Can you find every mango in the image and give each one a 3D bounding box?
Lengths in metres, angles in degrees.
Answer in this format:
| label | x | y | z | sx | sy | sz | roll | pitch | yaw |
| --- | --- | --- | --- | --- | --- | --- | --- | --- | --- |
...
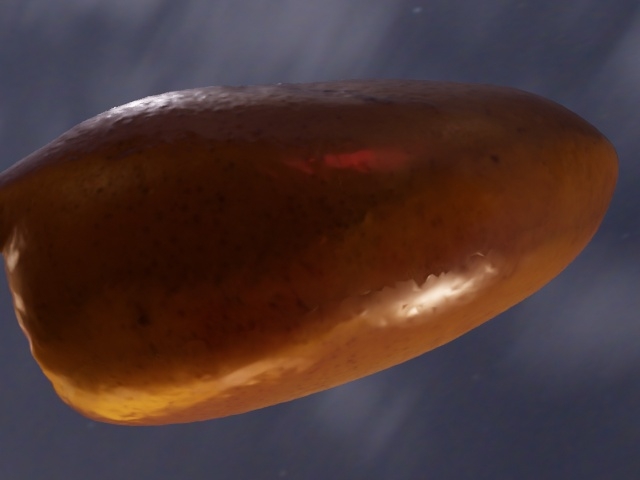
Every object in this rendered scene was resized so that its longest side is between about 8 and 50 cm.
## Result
| label | x | y | z | sx | sy | sz | roll | pitch | yaw |
| --- | --- | --- | --- | --- | --- | --- | --- | --- | --- |
| mango | 0.000 | 0.000 | 1.067 | 0.199 | 0.350 | 0.201 | -108 | -171 | -54 |
